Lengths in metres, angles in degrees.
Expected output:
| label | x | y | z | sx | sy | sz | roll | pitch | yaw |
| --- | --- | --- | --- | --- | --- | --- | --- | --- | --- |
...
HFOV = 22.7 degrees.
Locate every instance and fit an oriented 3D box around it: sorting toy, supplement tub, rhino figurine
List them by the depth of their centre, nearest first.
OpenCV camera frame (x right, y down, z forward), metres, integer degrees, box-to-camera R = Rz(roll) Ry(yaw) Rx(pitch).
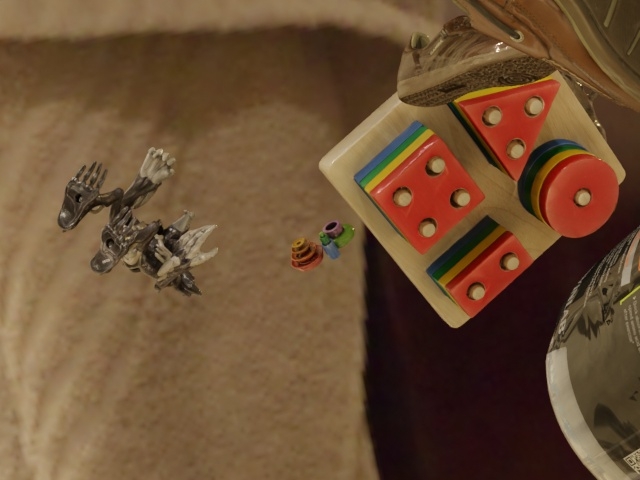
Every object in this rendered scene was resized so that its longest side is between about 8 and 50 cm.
| label | x | y | z | sx | sy | sz | roll | pitch | yaw |
| --- | --- | --- | --- | --- | --- | --- | --- | --- | --- |
| supplement tub | 0.294 | 0.040 | 0.977 | 0.207 | 0.207 | 0.338 | -21 | -15 | -25 |
| sorting toy | 0.177 | -0.063 | 1.642 | 0.255 | 0.257 | 0.089 | -42 | 31 | -2 |
| sorting toy | 0.000 | 0.000 | 2.168 | 0.102 | 0.042 | 0.061 | -40 | 29 | -15 |
| rhino figurine | 0.364 | -0.137 | 2.242 | 0.073 | 0.243 | 0.106 | -19 | -21 | 41 |

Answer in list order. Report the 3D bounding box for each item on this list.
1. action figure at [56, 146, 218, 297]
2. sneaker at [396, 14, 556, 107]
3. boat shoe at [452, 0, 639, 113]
| label | x | y | z | sx | sy | sz | roll | pitch | yaw |
| --- | --- | --- | --- | --- | --- | --- | --- | --- | --- |
| action figure | -0.201 | -0.016 | 1.926 | 0.141 | 0.164 | 0.275 | -42 | -16 | 9 |
| sneaker | 0.135 | -0.170 | 1.400 | 0.066 | 0.071 | 0.188 | 12 | -16 | -41 |
| boat shoe | 0.160 | -0.192 | 1.152 | 0.104 | 0.307 | 0.111 | -14 | 43 | 52 |
